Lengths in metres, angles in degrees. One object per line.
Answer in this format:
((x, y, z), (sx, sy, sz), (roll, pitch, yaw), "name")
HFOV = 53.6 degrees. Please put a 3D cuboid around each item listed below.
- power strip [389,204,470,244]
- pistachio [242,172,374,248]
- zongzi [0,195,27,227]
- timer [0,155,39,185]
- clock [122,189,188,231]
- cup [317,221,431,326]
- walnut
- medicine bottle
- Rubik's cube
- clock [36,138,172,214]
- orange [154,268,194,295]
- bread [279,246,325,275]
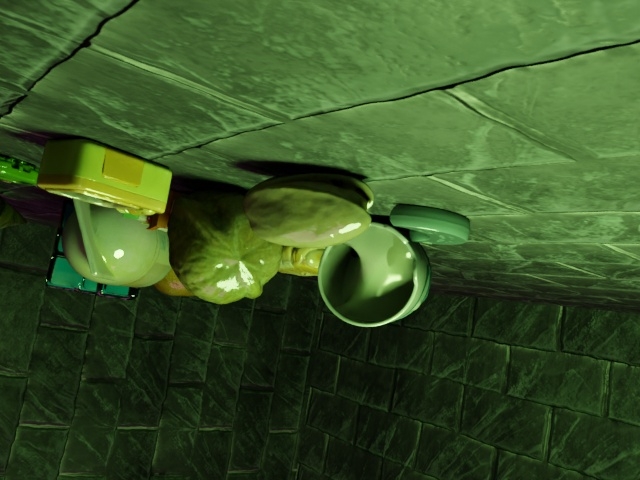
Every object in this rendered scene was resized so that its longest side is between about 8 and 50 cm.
((0.222, -0.024, 1.227), (0.137, 0.044, 0.216), (6, 172, 23), "power strip")
((-0.021, -0.051, 1.023), (0.226, 0.136, 0.136), (0, 170, 25), "pistachio")
((-0.996, -0.091, 1.959), (0.286, 0.138, 0.300), (-1, 168, 38), "zongzi")
((-0.688, -0.155, 1.375), (0.128, 0.047, 0.140), (7, 173, 31), "timer")
((-0.322, -0.045, 1.534), (0.219, 0.106, 0.255), (7, 172, 22), "clock")
((0.108, 0.054, 1.419), (0.289, 0.219, 0.257), (40, -170, 17), "cup")
((-0.205, 0.006, 1.311), (0.283, 0.227, 0.283), (49, 168, 14), "walnut")
((-0.560, 0.004, 1.727), (0.235, 0.236, 0.406), (9, 174, 4), "medicine bottle")
((-0.733, 0.041, 2.089), (0.288, 0.284, 0.293), (13, 174, -19), "Rubik's cube")
((-0.381, -0.110, 1.132), (0.143, 0.096, 0.202), (8, 173, 38), "clock")
((-0.436, 0.067, 2.053), (0.264, 0.264, 0.264), (9, 173, 1), "orange")
((-0.089, 0.027, 1.748), (0.311, 0.121, 0.172), (2, 167, 46), "bread")
